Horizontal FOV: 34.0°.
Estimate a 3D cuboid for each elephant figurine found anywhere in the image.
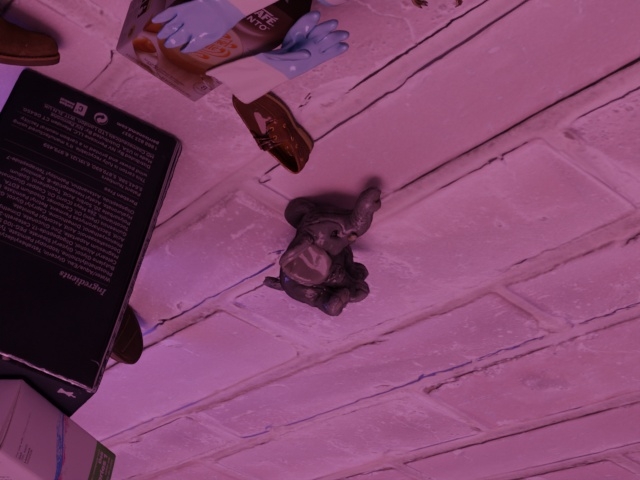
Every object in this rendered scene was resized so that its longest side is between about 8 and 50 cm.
[{"bbox_3d":[0.000,0.000,1.806,0.169,0.186,0.239,43,156,39],"label":"elephant figurine"}]

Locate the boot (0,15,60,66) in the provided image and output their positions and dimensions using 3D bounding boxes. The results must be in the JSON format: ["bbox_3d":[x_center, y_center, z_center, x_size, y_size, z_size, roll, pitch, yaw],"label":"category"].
[{"bbox_3d":[-0.505,-0.327,1.480,0.305,0.115,0.112,14,-167,-33],"label":"boot"}]

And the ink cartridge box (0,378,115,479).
[{"bbox_3d":[-0.469,0.317,1.569,0.201,0.117,0.278,-3,145,21],"label":"ink cartridge box"}]

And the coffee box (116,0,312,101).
[{"bbox_3d":[-0.142,-0.302,1.396,0.141,0.098,0.246,31,144,-31],"label":"coffee box"}]

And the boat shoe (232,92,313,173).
[{"bbox_3d":[-0.074,-0.169,1.618,0.064,0.060,0.178,-13,140,34],"label":"boat shoe"}]

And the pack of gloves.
[{"bbox_3d":[-0.092,-0.250,1.322,0.195,0.046,0.232,31,145,-34],"label":"pack of gloves"}]

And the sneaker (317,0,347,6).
[{"bbox_3d":[0.018,-0.409,1.162,0.208,0.127,0.319,-12,148,32],"label":"sneaker"}]

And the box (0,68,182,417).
[{"bbox_3d":[-0.500,0.066,1.742,0.297,0.471,0.480,24,145,-19],"label":"box"}]

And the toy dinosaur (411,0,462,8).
[{"bbox_3d":[0.135,-0.343,1.305,0.183,0.053,0.092,11,132,25],"label":"toy dinosaur"}]

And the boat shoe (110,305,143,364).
[{"bbox_3d":[-0.495,0.155,2.237,0.104,0.110,0.307,-5,135,31],"label":"boat shoe"}]
